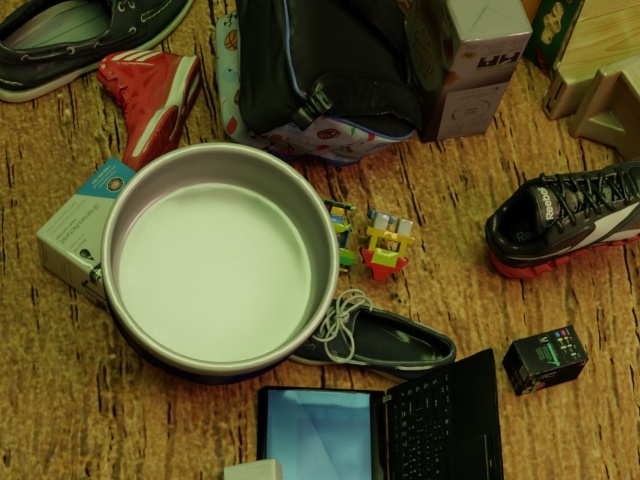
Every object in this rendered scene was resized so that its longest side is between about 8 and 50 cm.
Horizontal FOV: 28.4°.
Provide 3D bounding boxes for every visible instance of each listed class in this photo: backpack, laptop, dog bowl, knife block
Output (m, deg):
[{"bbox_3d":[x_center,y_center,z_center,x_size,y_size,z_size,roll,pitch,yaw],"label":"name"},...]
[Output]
[{"bbox_3d":[0.002,-0.214,1.622,0.263,0.213,0.276,16,63,-40],"label":"backpack"},{"bbox_3d":[0.063,0.249,1.420,0.136,0.264,0.234,24,52,-37],"label":"laptop"},{"bbox_3d":[-0.116,0.028,1.437,0.265,0.104,0.265,3,73,-9],"label":"dog bowl"},{"bbox_3d":[0.469,-0.260,1.794,0.242,0.088,0.275,22,59,6],"label":"knife block"}]

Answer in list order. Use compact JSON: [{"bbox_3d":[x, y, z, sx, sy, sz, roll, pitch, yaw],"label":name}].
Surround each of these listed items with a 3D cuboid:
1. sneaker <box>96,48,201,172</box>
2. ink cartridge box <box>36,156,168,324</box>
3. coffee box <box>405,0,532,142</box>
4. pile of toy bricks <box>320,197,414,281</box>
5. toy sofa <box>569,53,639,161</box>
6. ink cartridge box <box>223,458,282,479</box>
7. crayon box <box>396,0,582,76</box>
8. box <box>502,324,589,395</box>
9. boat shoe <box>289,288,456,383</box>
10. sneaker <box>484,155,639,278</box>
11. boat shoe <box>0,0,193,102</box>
[{"bbox_3d":[-0.247,-0.169,1.665,0.128,0.087,0.221,13,47,10],"label":"sneaker"},{"bbox_3d":[-0.221,0.017,1.546,0.203,0.086,0.148,33,62,12],"label":"ink cartridge box"},{"bbox_3d":[0.181,-0.251,1.657,0.098,0.246,0.141,-11,65,-13],"label":"coffee box"},{"bbox_3d":[0.000,0.000,1.591,0.212,0.118,0.105,14,94,-12],"label":"pile of toy bricks"},{"bbox_3d":[0.506,-0.084,1.664,0.177,0.150,0.362,-21,65,-17],"label":"toy sofa"},{"bbox_3d":[-0.074,0.308,1.420,0.063,0.029,0.115,-12,60,13],"label":"ink cartridge box"},{"bbox_3d":[0.199,-0.359,1.751,0.318,0.202,0.081,39,63,15],"label":"crayon box"},{"bbox_3d":[0.276,0.147,1.550,0.083,0.062,0.052,-14,62,-15],"label":"box"},{"bbox_3d":[0.040,0.114,1.529,0.254,0.079,0.095,20,62,5],"label":"boat shoe"},{"bbox_3d":[0.323,-0.040,1.558,0.276,0.135,0.097,-24,64,19],"label":"sneaker"},{"bbox_3d":[-0.308,-0.314,1.709,0.340,0.113,0.127,-30,68,-22],"label":"boat shoe"}]
